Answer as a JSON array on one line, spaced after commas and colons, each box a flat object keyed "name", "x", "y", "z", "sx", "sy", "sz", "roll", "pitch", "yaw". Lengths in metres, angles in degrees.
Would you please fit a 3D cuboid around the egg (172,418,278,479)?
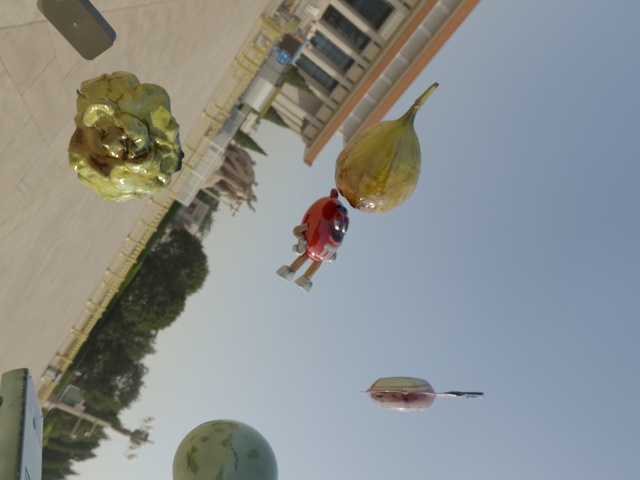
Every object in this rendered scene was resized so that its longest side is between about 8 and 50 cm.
[{"name": "egg", "x": -0.203, "y": 0.507, "z": 0.961, "sx": 0.202, "sy": 0.283, "sz": 0.203, "roll": -15, "pitch": -137, "yaw": 14}]

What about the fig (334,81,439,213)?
[{"name": "fig", "x": 0.134, "y": -0.169, "z": 0.792, "sx": 0.257, "sy": 0.159, "sz": 0.159, "roll": -58, "pitch": -165, "yaw": 31}]

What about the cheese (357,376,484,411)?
[{"name": "cheese", "x": 0.230, "y": 0.359, "z": 1.019, "sx": 0.285, "sy": 0.189, "sz": 0.074, "roll": -7, "pitch": -113, "yaw": 20}]

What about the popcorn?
[{"name": "popcorn", "x": -0.427, "y": -0.217, "z": 0.952, "sx": 0.252, "sy": 0.215, "sz": 0.287, "roll": -53, "pitch": 161, "yaw": -60}]

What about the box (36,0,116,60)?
[{"name": "box", "x": -0.458, "y": -0.417, "z": 0.831, "sx": 0.091, "sy": 0.126, "sz": 0.031, "roll": -17, "pitch": -139, "yaw": 28}]

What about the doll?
[{"name": "doll", "x": 0.000, "y": 0.000, "z": 0.906, "sx": 0.085, "sy": 0.183, "sz": 0.217, "roll": 25, "pitch": -97, "yaw": 27}]

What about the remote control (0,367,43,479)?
[{"name": "remote control", "x": -0.482, "y": 0.362, "z": 0.695, "sx": 0.344, "sy": 0.050, "sz": 0.145, "roll": 42, "pitch": -46, "yaw": 50}]
